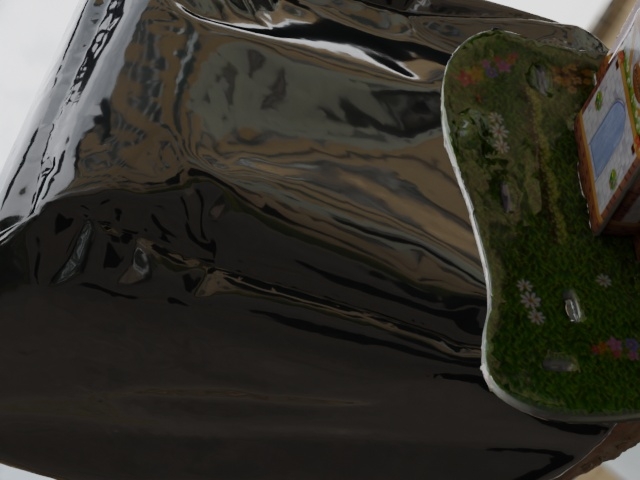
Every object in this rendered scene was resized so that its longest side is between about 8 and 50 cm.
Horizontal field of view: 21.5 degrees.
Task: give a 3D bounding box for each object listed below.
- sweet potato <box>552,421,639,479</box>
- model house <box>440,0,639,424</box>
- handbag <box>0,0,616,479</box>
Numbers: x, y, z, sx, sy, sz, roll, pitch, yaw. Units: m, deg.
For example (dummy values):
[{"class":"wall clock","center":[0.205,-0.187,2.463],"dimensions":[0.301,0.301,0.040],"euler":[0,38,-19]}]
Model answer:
[{"class":"sweet potato","center":[0.156,0.112,1.109],"dimensions":[0.355,0.095,0.106],"euler":[-32,-25,16]},{"class":"model house","center":[0.121,-0.026,0.372],"dimensions":[0.167,0.117,0.088],"euler":[6,-37,-14]},{"class":"handbag","center":[-0.002,0.002,0.742],"dimensions":[0.275,0.302,0.178],"euler":[19,-56,-7]}]
